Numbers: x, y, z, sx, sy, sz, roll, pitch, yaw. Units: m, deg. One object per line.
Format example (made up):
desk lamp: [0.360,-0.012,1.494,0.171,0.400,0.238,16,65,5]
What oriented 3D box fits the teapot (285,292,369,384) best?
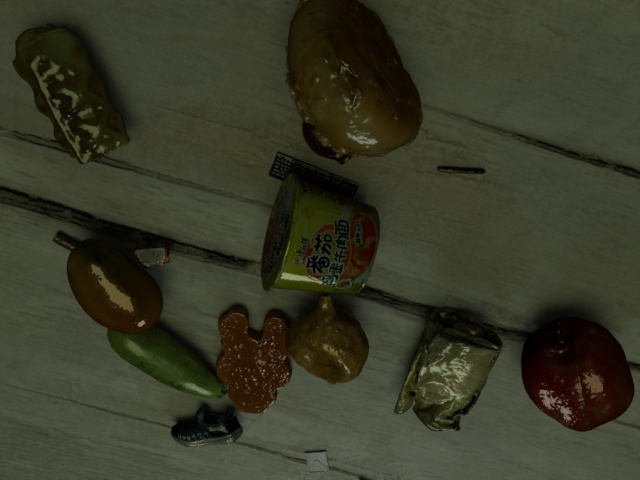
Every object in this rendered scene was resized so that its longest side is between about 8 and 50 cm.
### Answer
teapot: [0.031,0.243,1.477,0.204,0.167,0.311,13,142,25]

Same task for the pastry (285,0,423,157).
pastry: [0.043,-0.292,1.106,0.184,0.284,0.315,-28,91,34]

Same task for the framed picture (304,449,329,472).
framed picture: [-0.010,0.661,1.782,0.066,0.006,0.089,-6,119,4]

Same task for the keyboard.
keyboard: [-0.014,-0.137,1.342,0.198,0.010,0.063,20,119,-10]

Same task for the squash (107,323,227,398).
squash: [-0.388,0.316,1.541,0.118,0.118,0.370,-39,114,20]

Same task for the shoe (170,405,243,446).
shoe: [-0.321,0.514,1.673,0.207,0.091,0.106,-10,96,12]

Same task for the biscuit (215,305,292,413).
biscuit: [-0.174,0.318,1.575,0.202,0.047,0.333,5,117,-1]

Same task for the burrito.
burrito: [0.315,0.334,1.524,0.191,0.135,0.331,16,121,2]

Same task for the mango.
mango: [-0.485,0.113,1.390,0.176,0.139,0.254,-37,107,19]

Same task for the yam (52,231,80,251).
yam: [-0.569,0.025,1.431,0.145,0.032,0.032,30,115,-13]

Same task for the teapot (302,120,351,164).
teapot: [0.018,-0.218,1.257,0.098,0.078,0.129,-31,114,17]

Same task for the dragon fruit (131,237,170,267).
dragon fruit: [-0.396,0.028,1.412,0.083,0.060,0.056,-10,120,-5]

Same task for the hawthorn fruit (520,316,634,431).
hawthorn fruit: [0.604,0.299,1.429,0.254,0.254,0.300,-21,128,12]

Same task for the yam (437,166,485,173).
yam: [0.312,-0.155,1.323,0.107,0.014,0.014,3,119,0]

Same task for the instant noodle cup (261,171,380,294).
instant noodle cup: [0.000,0.000,1.291,0.200,0.264,0.264,13,118,-14]

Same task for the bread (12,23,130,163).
bread: [-0.504,-0.297,1.199,0.152,0.130,0.267,-15,116,15]
